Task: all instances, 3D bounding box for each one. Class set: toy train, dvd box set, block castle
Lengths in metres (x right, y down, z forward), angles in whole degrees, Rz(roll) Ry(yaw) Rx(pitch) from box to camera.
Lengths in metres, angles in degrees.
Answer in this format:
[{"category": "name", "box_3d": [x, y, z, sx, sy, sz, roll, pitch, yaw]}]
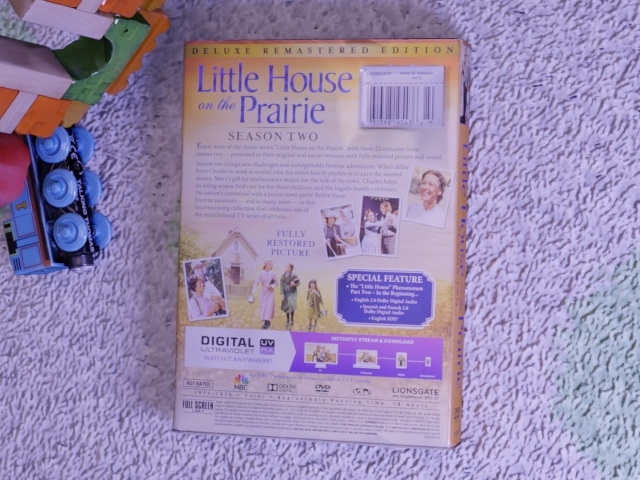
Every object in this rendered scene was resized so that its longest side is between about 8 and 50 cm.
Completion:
[{"category": "toy train", "box_3d": [-0.296, -0.050, 1.885, 0.105, 0.080, 0.184, -14, 86, 22]}, {"category": "dvd box set", "box_3d": [0.000, 0.000, 1.805, 0.307, 0.062, 0.420, 1, 90, 17]}, {"category": "block castle", "box_3d": [-0.306, -0.281, 1.761, 0.453, 0.213, 0.303, -50, 58, 22]}]
